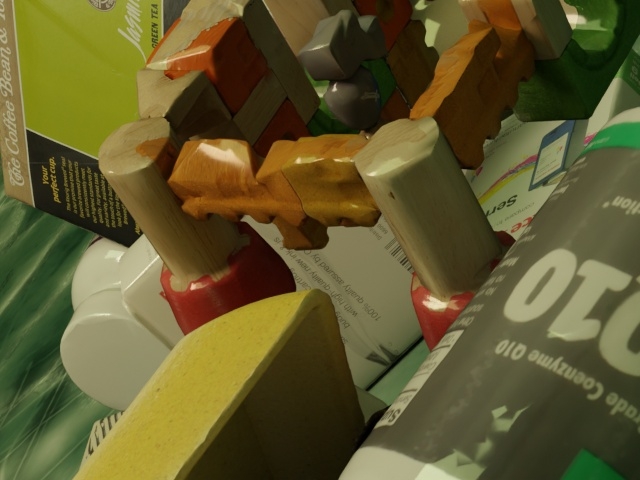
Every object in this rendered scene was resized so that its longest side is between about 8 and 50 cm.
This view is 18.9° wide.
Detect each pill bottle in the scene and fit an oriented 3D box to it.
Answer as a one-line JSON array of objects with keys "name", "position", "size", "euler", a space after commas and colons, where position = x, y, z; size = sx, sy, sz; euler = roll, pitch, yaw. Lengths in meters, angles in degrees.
[{"name": "pill bottle", "position": [0.137, 0.121, 1.005], "size": [0.361, 0.204, 0.204], "euler": [-52, 19, -18]}, {"name": "pill bottle", "position": [-0.149, 0.028, 1.922], "size": [0.169, 0.169, 0.301], "euler": [-32, 22, 36]}]

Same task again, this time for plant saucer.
[{"name": "plant saucer", "position": [-0.097, 0.214, 1.194], "size": [0.333, 0.081, 0.333], "euler": [-52, -25, -21]}]

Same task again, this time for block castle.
[{"name": "block castle", "position": [0.086, -0.113, 1.309], "size": [0.303, 0.213, 0.453], "euler": [2, 46, 39]}]

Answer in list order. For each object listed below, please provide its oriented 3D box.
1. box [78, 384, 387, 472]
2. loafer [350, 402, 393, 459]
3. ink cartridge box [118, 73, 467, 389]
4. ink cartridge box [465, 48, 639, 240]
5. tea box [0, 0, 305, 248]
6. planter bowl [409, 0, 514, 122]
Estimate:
[{"name": "box", "position": [-0.077, 0.175, 1.501], "size": [0.275, 0.113, 0.094], "euler": [-24, 44, 48]}, {"name": "loafer", "position": [0.098, 0.134, 1.186], "size": [0.134, 0.130, 0.366], "euler": [-24, 27, 49]}, {"name": "ink cartridge box", "position": [0.000, 0.000, 1.575], "size": [0.283, 0.207, 0.117], "euler": [-44, 17, 7]}, {"name": "ink cartridge box", "position": [0.180, -0.025, 1.414], "size": [0.154, 0.093, 0.212], "euler": [-31, 24, 35]}, {"name": "tea box", "position": [-0.119, -0.169, 1.770], "size": [0.220, 0.323, 0.329], "euler": [-46, -31, -42]}, {"name": "planter bowl", "position": [0.131, -0.133, 1.694], "size": [0.162, 0.162, 0.109], "euler": [-40, 44, 18]}]
